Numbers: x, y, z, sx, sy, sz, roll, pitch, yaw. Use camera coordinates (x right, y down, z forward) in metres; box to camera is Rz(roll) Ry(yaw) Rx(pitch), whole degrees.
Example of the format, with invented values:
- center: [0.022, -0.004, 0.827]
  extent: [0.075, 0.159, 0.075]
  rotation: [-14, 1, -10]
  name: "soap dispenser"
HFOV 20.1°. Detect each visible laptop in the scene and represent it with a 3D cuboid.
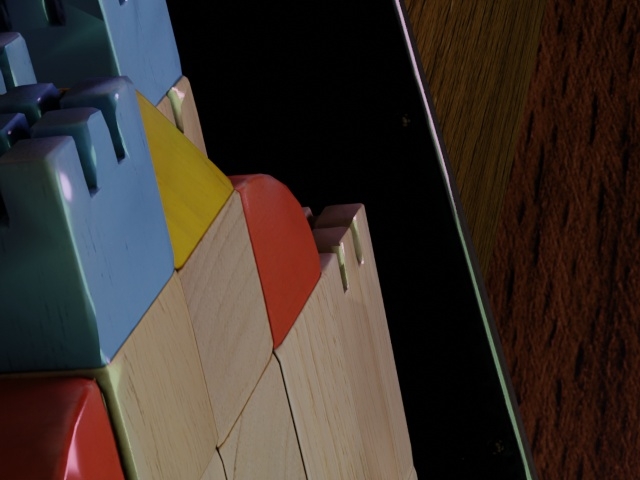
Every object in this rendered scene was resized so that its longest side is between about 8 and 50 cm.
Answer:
- center: [0.000, 0.000, 0.842]
  extent: [0.236, 0.408, 0.382]
  rotation: [-23, 99, -39]
  name: "laptop"

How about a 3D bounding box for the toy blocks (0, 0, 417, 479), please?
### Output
- center: [-0.068, 0.065, 0.455]
  extent: [0.381, 0.190, 0.261]
  rotation: [-60, 142, -59]
  name: "toy blocks"
